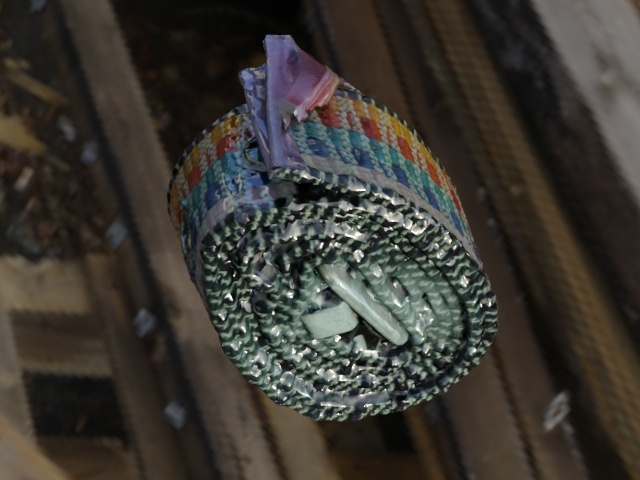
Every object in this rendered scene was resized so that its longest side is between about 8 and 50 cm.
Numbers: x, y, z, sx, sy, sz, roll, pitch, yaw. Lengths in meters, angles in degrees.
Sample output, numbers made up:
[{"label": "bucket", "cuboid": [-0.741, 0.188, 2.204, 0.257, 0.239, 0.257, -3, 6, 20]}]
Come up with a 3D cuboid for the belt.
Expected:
[{"label": "belt", "cuboid": [0.000, 0.000, 1.394, 0.295, 0.207, 0.160, 38, 23, -39]}]
